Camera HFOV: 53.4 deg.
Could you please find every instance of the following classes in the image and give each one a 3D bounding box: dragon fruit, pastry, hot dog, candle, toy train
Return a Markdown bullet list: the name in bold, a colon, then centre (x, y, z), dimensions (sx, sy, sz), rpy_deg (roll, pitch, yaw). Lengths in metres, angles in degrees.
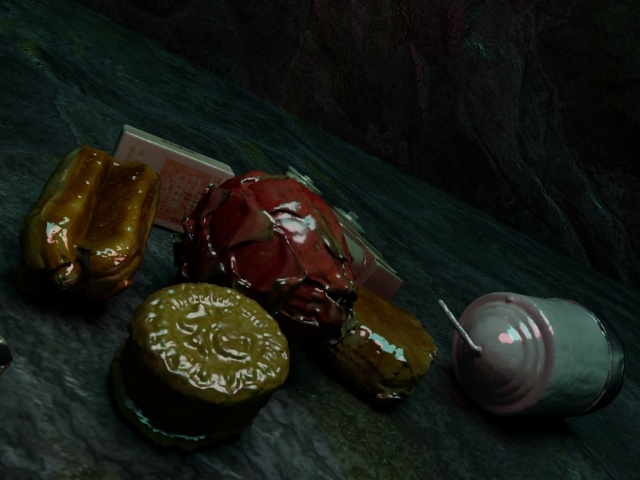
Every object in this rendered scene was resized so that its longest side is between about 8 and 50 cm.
- **dragon fruit**: centre (-0.070, 0.036, 0.892), dimensions (0.299, 0.244, 0.244), rpy_deg (41, 22, 19)
- **pastry**: centre (-0.133, 0.133, 0.710), dimensions (0.188, 0.103, 0.189), rpy_deg (21, 30, -13)
- **hot dog**: centre (-0.314, -0.025, 0.886), dimensions (0.158, 0.117, 0.349), rpy_deg (19, 23, -19)
- **pastry**: centre (0.089, 0.161, 0.999), dimensions (0.218, 0.100, 0.229), rpy_deg (24, 18, -22)
- **candle**: centre (0.368, 0.204, 1.121), dimensions (0.342, 0.221, 0.221), rpy_deg (9, 27, -38)
- **toy train**: centre (0.000, 0.000, 1.148), dimensions (0.304, 0.150, 0.221), rpy_deg (39, 6, -35)

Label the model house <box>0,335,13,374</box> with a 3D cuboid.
- **model house**: centre (-0.344, 0.083, 0.579), dimensions (0.148, 0.119, 0.148), rpy_deg (30, 11, 3)

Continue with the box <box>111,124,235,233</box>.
- **box**: centre (-0.268, -0.098, 1.102), dimensions (0.201, 0.141, 0.058), rpy_deg (21, 15, -26)
